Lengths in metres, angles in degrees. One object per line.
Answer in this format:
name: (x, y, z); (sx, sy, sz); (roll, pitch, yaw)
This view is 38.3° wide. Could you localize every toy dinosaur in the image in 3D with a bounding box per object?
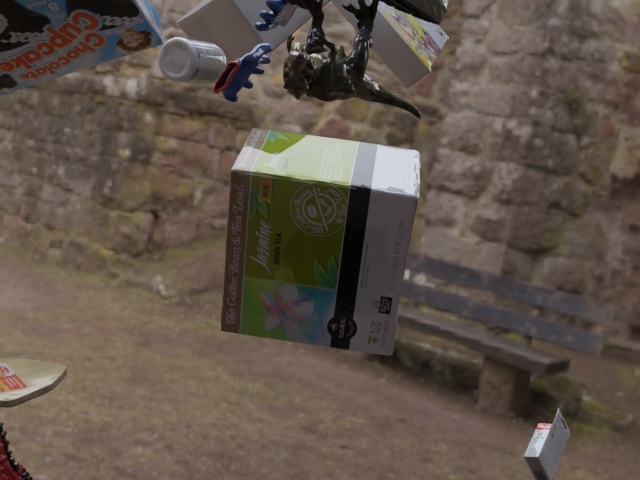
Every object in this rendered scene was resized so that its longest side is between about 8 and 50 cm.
toy dinosaur: (0.023, -0.189, 0.930); (0.064, 0.118, 0.268); (-11, -4, 32)

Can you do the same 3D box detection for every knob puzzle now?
knob puzzle: (-0.426, 0.193, 1.200); (0.213, 0.030, 0.213); (-1, 10, 0)

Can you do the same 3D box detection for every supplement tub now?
supplement tub: (-0.205, -0.287, 1.482); (0.071, 0.071, 0.107); (12, 10, 21)

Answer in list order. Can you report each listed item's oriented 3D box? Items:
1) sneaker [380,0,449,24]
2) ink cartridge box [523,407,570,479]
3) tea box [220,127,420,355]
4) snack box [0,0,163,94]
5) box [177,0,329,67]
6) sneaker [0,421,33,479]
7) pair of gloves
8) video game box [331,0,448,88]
sneaker: (0.053, -0.349, 1.011); (0.283, 0.122, 0.110); (20, 9, -45)
ink cartridge box: (0.382, 0.343, 1.550); (0.029, 0.063, 0.115); (-9, 31, 39)
tea box: (0.000, 0.000, 1.680); (0.324, 0.329, 0.220); (8, 27, 4)
snack box: (-0.394, -0.286, 1.225); (0.322, 0.060, 0.187); (-16, -24, 7)
box: (-0.164, -0.547, 2.193); (0.168, 0.215, 0.345); (51, -20, -18)
sneaker: (-0.544, 0.356, 1.422); (0.125, 0.262, 0.104); (-7, 35, 7)
pair of gloves: (-0.073, -0.262, 1.208); (0.023, 0.198, 0.159); (36, 15, 0)
video game box: (0.082, -0.315, 1.239); (0.205, 0.048, 0.187); (48, 26, -8)
